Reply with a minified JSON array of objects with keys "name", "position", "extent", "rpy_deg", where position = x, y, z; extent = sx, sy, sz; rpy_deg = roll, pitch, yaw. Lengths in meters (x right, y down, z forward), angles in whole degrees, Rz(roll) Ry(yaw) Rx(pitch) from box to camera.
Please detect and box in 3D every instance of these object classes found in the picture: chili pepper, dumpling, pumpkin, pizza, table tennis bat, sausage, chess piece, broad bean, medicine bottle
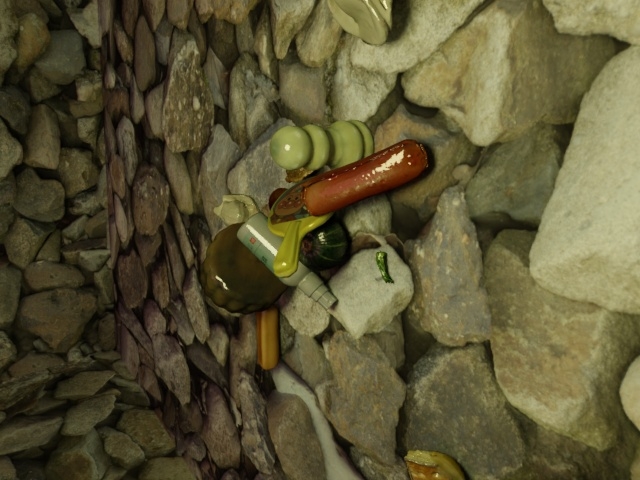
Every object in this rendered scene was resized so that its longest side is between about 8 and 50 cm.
[{"name":"chili pepper","position":[0.160,0.068,1.181],"extent":[0.034,0.030,0.091],"rpy_deg":[-15,89,26]},{"name":"dumpling","position":[-0.288,-0.097,1.636],"extent":[0.199,0.118,0.136],"rpy_deg":[26,106,14]},{"name":"pumpkin","position":[-0.001,0.001,1.285],"extent":[0.167,0.125,0.167],"rpy_deg":[23,121,44]},{"name":"pizza","position":[0.309,0.565,1.085],"extent":[0.204,0.080,0.188],"rpy_deg":[-7,116,42]},{"name":"table tennis bat","position":[-0.058,-0.051,1.216],"extent":[0.224,0.368,0.054],"rpy_deg":[-11,132,26]},{"name":"sausage","position":[0.100,-0.144,1.091],"extent":[0.331,0.102,0.102],"rpy_deg":[-19,83,30]},{"name":"chess piece","position":[-0.006,-0.228,1.135],"extent":[0.145,0.252,0.144],"rpy_deg":[14,108,49]},{"name":"dumpling","position":[0.078,-0.607,1.027],"extent":[0.341,0.181,0.260],"rpy_deg":[54,167,-15]},{"name":"broad bean","position":[-0.108,-0.093,1.435],"extent":[0.114,0.085,0.165],"rpy_deg":[-38,61,30]},{"name":"medicine bottle","position":[-0.092,0.070,1.379],"extent":[0.352,0.110,0.110],"rpy_deg":[44,133,8]}]

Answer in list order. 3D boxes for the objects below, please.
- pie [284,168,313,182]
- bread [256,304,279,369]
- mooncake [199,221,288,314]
[{"name":"pie","position":[-0.060,-0.208,1.366],"extent":[0.170,0.034,0.092],"rpy_deg":[5,63,54]},{"name":"bread","position":[-0.183,0.331,1.630],"extent":[0.093,0.074,0.239],"rpy_deg":[-156,64,-64]},{"name":"mooncake","position":[-0.238,0.097,1.480],"extent":[0.161,0.291,0.290],"rpy_deg":[-46,63,52]}]
